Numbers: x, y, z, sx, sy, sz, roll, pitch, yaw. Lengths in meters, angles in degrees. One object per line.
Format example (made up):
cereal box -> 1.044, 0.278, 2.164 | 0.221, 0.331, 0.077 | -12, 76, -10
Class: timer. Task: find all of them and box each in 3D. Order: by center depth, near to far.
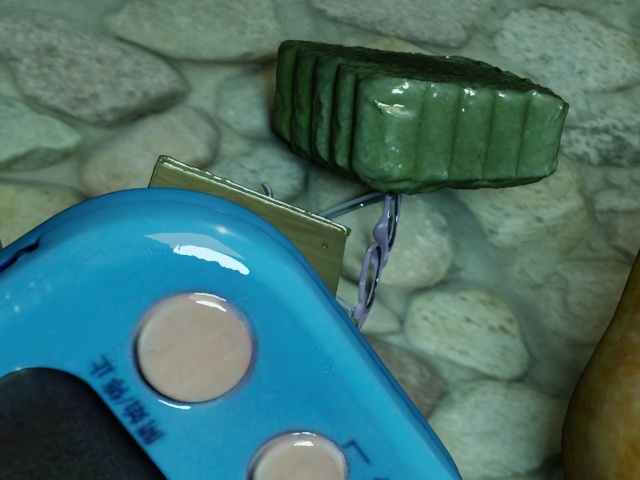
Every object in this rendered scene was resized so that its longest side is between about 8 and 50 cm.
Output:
timer -> -0.097, 0.147, 1.088 | 0.340, 0.309, 0.115 | 53, 9, -23

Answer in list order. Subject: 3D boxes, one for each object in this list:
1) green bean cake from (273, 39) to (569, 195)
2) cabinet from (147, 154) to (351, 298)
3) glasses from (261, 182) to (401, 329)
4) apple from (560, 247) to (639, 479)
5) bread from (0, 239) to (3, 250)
green bean cake -> 0.076, -0.098, 1.533 | 0.185, 0.094, 0.183 | -3, 16, -30
cabinet -> -0.083, 0.094, 1.279 | 0.148, 0.175, 0.215 | 20, 45, -8
glasses -> 0.000, 0.000, 1.505 | 0.103, 0.062, 0.140 | 8, 45, 10
apple -> 0.348, 0.121, 1.324 | 0.346, 0.391, 0.391 | 23, 42, 21
bread -> -0.296, 0.035, 1.232 | 0.192, 0.171, 0.314 | 5, 51, -26
